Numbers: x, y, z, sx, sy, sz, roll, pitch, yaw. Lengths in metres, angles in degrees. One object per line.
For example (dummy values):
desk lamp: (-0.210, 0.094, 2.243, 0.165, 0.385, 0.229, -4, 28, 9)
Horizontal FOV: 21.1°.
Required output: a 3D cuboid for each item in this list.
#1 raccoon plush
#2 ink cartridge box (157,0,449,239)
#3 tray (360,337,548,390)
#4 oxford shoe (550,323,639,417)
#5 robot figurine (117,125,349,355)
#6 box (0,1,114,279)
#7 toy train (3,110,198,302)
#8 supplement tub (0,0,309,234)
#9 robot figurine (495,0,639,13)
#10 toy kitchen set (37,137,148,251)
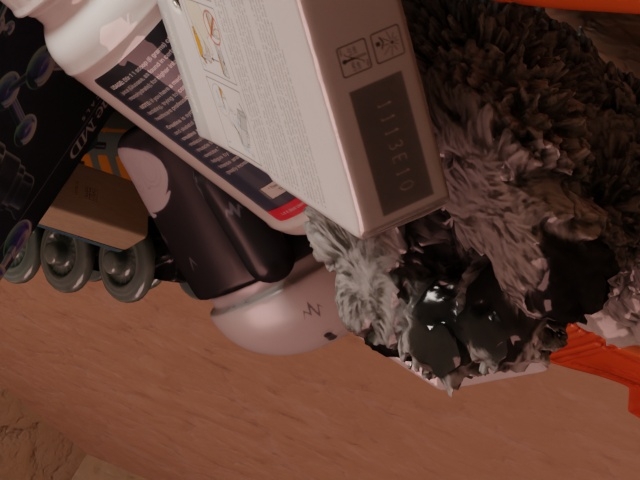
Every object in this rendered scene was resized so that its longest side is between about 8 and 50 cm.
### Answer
raccoon plush: (0.149, -0.113, 1.053, 0.216, 0.299, 0.446, -5, 102, 52)
ink cartridge box: (-0.038, -0.159, 0.931, 0.239, 0.060, 0.275, 35, 145, 61)
tray: (0.126, 0.097, 1.776, 0.145, 0.030, 0.270, 35, 162, -11)
oxford shoe: (0.216, 0.032, 1.288, 0.364, 0.132, 0.130, 32, 162, -18)
robot figurine: (-0.049, -0.045, 1.367, 0.174, 0.209, 0.278, -21, 100, 49)
box: (-0.319, -0.182, 1.303, 0.212, 0.293, 0.395, 25, 161, 18)
toy train: (-0.205, -0.044, 1.668, 0.334, 0.190, 0.142, 7, -175, 45)
supplement tub: (-0.061, -0.149, 1.155, 0.272, 0.191, 0.191, 37, 161, -21)
robot figurine: (0.138, -0.178, 0.872, 0.219, 0.158, 0.128, 12, 133, 43)
toy kitchen set: (-0.250, -0.082, 1.578, 0.122, 0.207, 0.166, 19, 148, -34)
